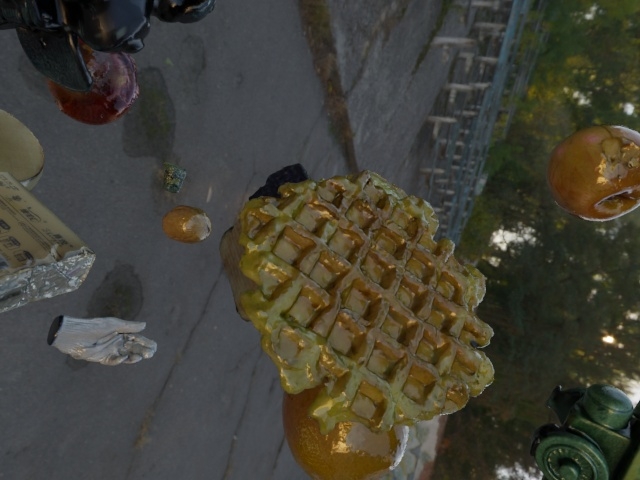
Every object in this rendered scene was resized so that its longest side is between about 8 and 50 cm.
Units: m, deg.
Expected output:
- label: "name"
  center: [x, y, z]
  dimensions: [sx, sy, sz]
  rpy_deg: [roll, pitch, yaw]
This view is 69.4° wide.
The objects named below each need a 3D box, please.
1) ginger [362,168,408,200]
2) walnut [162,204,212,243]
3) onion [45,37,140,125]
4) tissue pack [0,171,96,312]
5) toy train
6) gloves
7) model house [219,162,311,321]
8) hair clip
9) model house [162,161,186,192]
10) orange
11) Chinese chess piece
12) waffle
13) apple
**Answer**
- label: "ginger"
  center: [0.138, -0.055, 1.049]
  dimensions: [0.122, 0.193, 0.115]
  rpy_deg: [-58, 173, 29]
- label: "walnut"
  center: [-0.479, -0.057, 1.644]
  dimensions: [0.144, 0.180, 0.144]
  rpy_deg: [-43, 140, -50]
- label: "onion"
  center: [-0.569, -0.408, 1.145]
  dimensions: [0.163, 0.230, 0.230]
  rpy_deg: [-169, -86, -75]
- label: "tissue pack"
  center: [-0.453, -0.003, 0.621]
  dimensions: [0.090, 0.222, 0.186]
  rpy_deg: [-59, 167, 24]
- label: "toy train"
  center: [0.395, 0.376, 0.634]
  dimensions: [0.150, 0.237, 0.369]
  rpy_deg: [-27, 130, -51]
- label: "gloves"
  center: [-0.484, 0.222, 1.042]
  dimensions: [0.119, 0.229, 0.097]
  rpy_deg: [-68, -158, 0]
- label: "model house"
  center: [0.000, 0.002, 0.901]
  dimensions: [0.298, 0.243, 0.284]
  rpy_deg: [1, 143, -35]
- label: "hair clip"
  center: [-0.276, -0.298, 0.504]
  dimensions: [0.194, 0.310, 0.206]
  rpy_deg: [71, 40, -59]
- label: "model house"
  center: [-0.445, -0.183, 1.379]
  dimensions: [0.066, 0.079, 0.083]
  rpy_deg: [14, 103, -46]
- label: "orange"
  center: [0.042, 0.295, 0.788]
  dimensions: [0.236, 0.236, 0.236]
  rpy_deg: [15, 90, -75]
- label: "Chinese chess piece"
  center: [-0.808, -0.213, 1.116]
  dimensions: [0.250, 0.103, 0.249]
  rpy_deg: [42, 32, -34]
- label: "waffle"
  center: [0.062, 0.053, 0.526]
  dimensions: [0.068, 0.325, 0.302]
  rpy_deg: [-44, -123, 48]
- label: "apple"
  center: [0.406, -0.093, 0.671]
  dimensions: [0.146, 0.146, 0.146]
  rpy_deg: [15, 90, -75]
